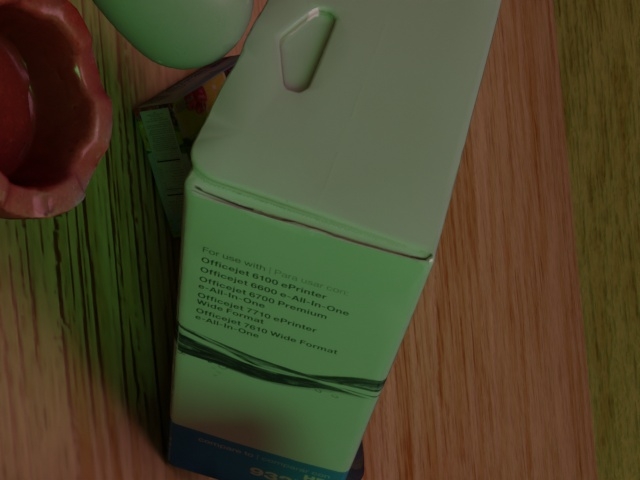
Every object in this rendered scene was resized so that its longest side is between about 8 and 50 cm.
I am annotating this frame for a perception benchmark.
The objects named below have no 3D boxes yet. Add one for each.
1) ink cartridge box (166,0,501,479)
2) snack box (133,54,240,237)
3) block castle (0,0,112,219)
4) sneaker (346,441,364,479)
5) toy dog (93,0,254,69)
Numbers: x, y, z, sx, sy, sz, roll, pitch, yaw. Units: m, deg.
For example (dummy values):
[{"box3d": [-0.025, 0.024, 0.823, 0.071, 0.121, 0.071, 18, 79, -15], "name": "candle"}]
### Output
[{"box3d": [0.000, 0.000, 0.644, 0.307, 0.129, 0.223, 104, 4, -53], "name": "ink cartridge box"}, {"box3d": [-0.080, -0.075, 0.765, 0.141, 0.037, 0.100, -51, 132, -58], "name": "snack box"}, {"box3d": [-0.232, -0.020, 0.176, 0.453, 0.213, 0.303, -62, 140, -46], "name": "block castle"}, {"box3d": [0.024, 0.061, 0.865, 0.111, 0.121, 0.300, 18, 69, -64], "name": "sneaker"}, {"box3d": [-0.170, -0.219, 0.453, 0.161, 0.220, 0.333, -117, -174, -46], "name": "toy dog"}]
